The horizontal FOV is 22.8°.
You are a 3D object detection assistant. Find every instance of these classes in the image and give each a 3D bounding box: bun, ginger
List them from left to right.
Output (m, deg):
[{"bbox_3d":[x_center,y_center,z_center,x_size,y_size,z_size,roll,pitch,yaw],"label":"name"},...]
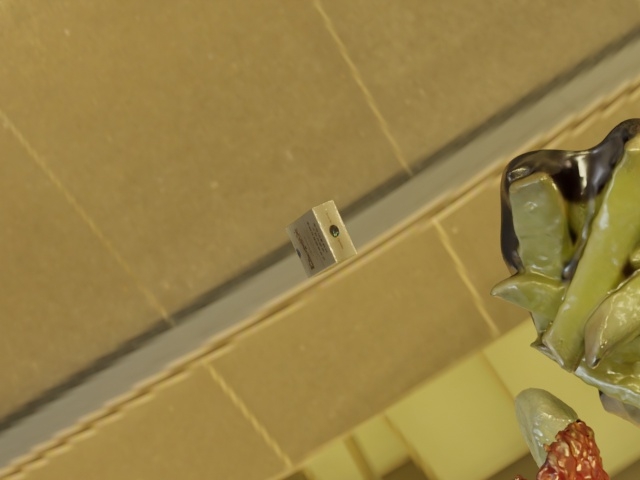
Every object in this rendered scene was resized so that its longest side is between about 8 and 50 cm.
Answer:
[{"bbox_3d":[0.293,0.237,2.017,0.069,0.115,0.115,-21,137,-4],"label":"bun"},{"bbox_3d":[0.402,0.063,1.908,0.358,0.211,0.413,-25,126,16],"label":"ginger"}]

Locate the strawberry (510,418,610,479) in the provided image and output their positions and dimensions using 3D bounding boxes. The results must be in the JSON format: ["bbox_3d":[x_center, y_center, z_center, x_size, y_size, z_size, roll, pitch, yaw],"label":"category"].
[{"bbox_3d":[0.133,0.220,0.979,0.167,0.087,0.208,9,108,-61],"label":"strawberry"}]

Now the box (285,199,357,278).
[{"bbox_3d":[0.000,0.000,1.389,0.024,0.053,0.083,-23,177,-19],"label":"box"}]
